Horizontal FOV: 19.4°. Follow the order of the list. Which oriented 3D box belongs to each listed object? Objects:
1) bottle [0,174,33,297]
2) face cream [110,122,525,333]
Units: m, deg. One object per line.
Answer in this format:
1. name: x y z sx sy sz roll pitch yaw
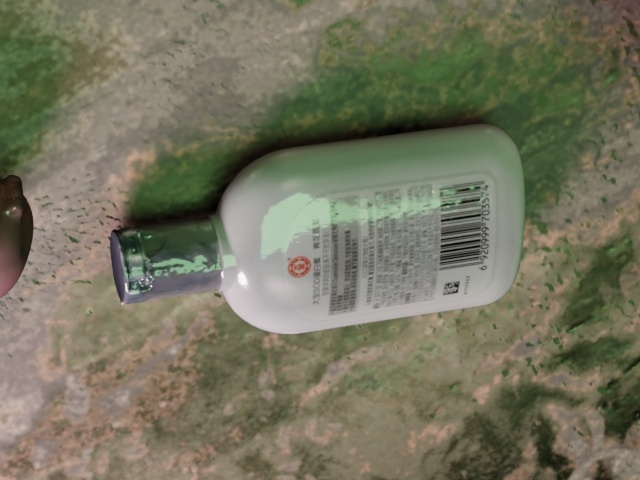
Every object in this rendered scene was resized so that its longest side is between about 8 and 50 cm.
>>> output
1. bottle: -0.295 -0.025 1.174 0.233 0.110 0.110 19 109 -27
2. face cream: 0.000 0.000 1.310 0.291 0.071 0.144 -10 118 -15
